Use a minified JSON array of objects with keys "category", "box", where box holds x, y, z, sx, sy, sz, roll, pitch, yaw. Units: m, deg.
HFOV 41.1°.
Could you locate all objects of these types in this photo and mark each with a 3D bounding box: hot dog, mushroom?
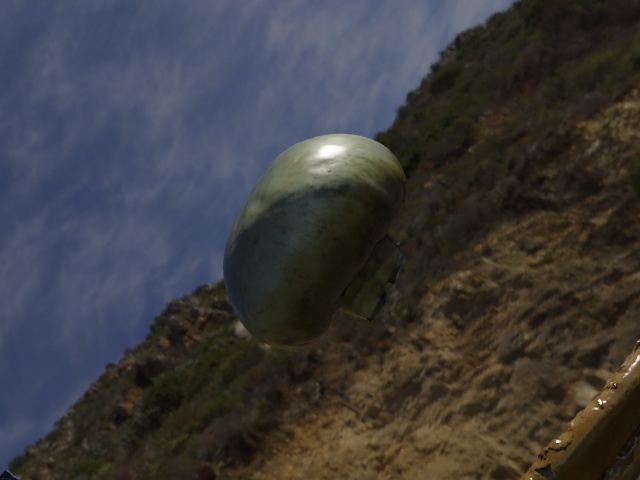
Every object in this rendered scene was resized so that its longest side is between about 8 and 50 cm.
[{"category":"hot dog","box":[0.253,0.184,0.768,0.289,0.083,0.068,-41,-5,-20]},{"category":"mushroom","box":[0.000,0.000,1.299,0.352,0.260,0.352,-61,2,4]}]

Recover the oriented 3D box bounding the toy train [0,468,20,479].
[{"category":"toy train","box":[-0.260,0.239,0.778,0.017,0.083,0.017,-52,-18,-21]}]
